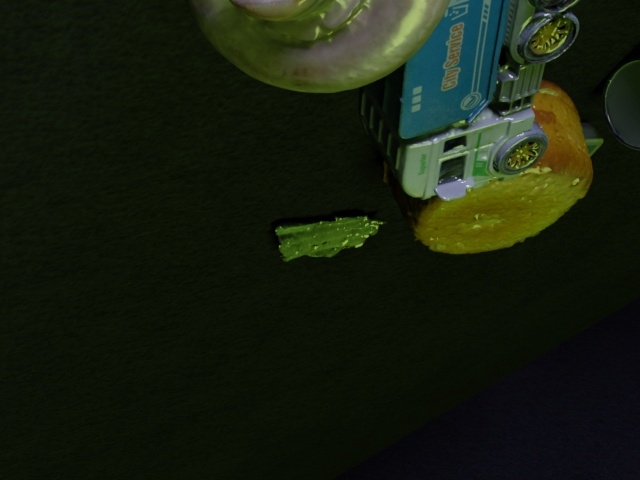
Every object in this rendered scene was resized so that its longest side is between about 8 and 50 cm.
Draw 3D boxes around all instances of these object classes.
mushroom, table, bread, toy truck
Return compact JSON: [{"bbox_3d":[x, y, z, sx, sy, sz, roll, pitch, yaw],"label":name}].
[{"bbox_3d":[0.004,-0.201,0.825,0.206,0.206,0.209,-27,-157,-10],"label":"mushroom"},{"bbox_3d":[0.499,-0.194,1.631,0.220,0.126,0.126,-11,151,-45],"label":"table"},{"bbox_3d":[0.196,-0.086,1.406,0.268,0.146,0.268,-11,156,-5],"label":"bread"},{"bbox_3d":[0.122,-0.192,1.057,0.175,0.146,0.367,-19,145,-13],"label":"toy truck"}]

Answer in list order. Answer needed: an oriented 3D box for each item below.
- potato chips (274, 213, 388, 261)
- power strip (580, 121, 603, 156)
[{"bbox_3d":[0.000,0.000,1.521,0.207,0.028,0.092,-9,149,-48],"label":"potato chips"},{"bbox_3d":[0.284,-0.111,1.636,0.270,0.046,0.118,-7,149,-46],"label":"power strip"}]
